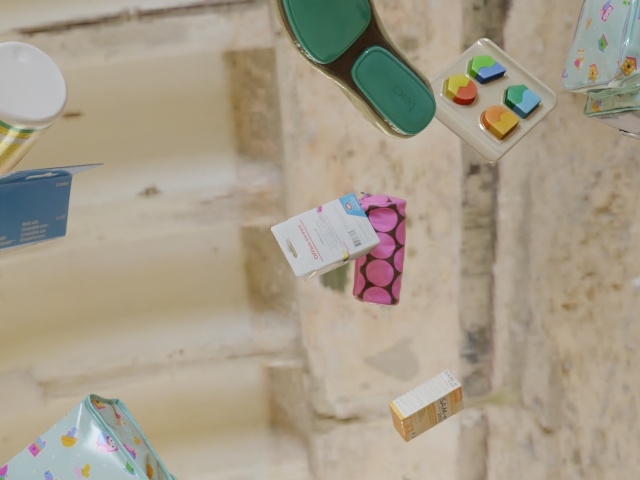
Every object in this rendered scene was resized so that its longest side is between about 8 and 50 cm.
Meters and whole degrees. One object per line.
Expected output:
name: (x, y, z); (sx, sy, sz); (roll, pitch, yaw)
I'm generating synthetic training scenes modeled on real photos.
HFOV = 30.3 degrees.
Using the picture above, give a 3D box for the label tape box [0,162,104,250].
label tape box: (-0.533, -0.028, 1.885); (0.240, 0.333, 0.106); (-17, -87, -65)

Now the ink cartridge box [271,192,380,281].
ink cartridge box: (0.000, 0.000, 2.065); (0.104, 0.181, 0.061); (62, 150, 10)

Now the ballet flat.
ballet flat: (0.019, -0.184, 1.068); (0.248, 0.086, 0.086); (50, -158, -41)

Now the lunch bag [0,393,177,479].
lunch bag: (-0.354, 0.413, 1.887); (0.262, 0.223, 0.160); (50, -178, 14)

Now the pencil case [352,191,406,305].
pencil case: (0.104, 0.019, 2.166); (0.095, 0.098, 0.209); (-151, 59, -62)

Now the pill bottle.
pill bottle: (-0.410, -0.149, 1.473); (0.208, 0.117, 0.118); (-34, 54, 46)

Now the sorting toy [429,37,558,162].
sorting toy: (0.304, -0.260, 2.127); (0.193, 0.208, 0.038); (41, 150, 11)

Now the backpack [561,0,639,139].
backpack: (0.343, -0.212, 1.210); (0.188, 0.144, 0.166); (-68, 12, -4)

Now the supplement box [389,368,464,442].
supplement box: (0.148, 0.229, 1.636); (0.036, 0.098, 0.062); (52, 165, 39)
